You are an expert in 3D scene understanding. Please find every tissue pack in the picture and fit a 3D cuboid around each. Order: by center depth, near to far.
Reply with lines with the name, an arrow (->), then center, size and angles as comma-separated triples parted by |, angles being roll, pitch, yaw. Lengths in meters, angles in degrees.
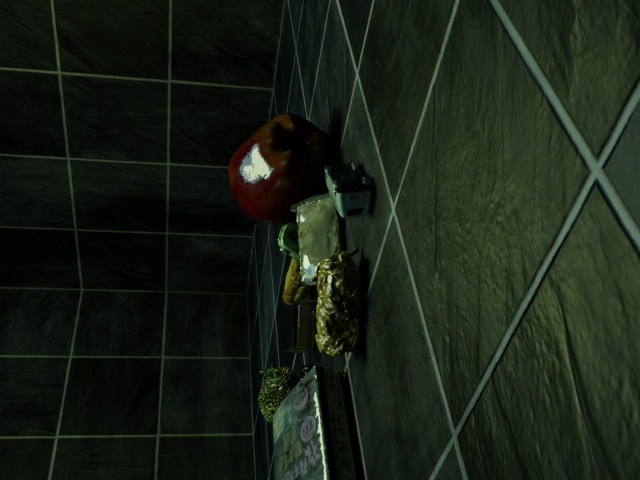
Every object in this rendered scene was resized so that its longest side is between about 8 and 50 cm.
tissue pack -> -0.021, 0.511, 1.695 | 0.259, 0.122, 0.361 | -54, 30, 35

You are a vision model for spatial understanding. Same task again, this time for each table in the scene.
table -> -0.045, 0.251, 2.154 | 0.175, 0.062, 0.146 | -3, -84, -69

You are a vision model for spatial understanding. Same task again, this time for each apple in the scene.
apple -> -0.103, -0.195, 2.011 | 0.317, 0.288, 0.288 | 134, 139, -56

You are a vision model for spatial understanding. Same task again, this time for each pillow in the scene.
pillow -> 0.000, 0.000, 1.862 | 0.059, 0.169, 0.255 | 31, -128, -55

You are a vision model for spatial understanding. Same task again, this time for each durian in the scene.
durian -> -0.127, 0.508, 2.365 | 0.159, 0.146, 0.198 | 66, -150, -78

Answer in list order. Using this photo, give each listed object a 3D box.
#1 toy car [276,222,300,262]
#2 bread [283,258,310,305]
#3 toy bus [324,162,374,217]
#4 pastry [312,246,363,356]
toy car -> -0.037, 0.020, 1.948 | 0.058, 0.186, 0.093 | -22, 41, 45
bread -> -0.064, 0.120, 2.219 | 0.211, 0.083, 0.114 | 109, 174, -63
toy bus -> 0.062, -0.118, 1.641 | 0.194, 0.087, 0.089 | -114, 19, -64
pastry -> 0.040, 0.139, 1.644 | 0.154, 0.102, 0.250 | 162, 108, -80
